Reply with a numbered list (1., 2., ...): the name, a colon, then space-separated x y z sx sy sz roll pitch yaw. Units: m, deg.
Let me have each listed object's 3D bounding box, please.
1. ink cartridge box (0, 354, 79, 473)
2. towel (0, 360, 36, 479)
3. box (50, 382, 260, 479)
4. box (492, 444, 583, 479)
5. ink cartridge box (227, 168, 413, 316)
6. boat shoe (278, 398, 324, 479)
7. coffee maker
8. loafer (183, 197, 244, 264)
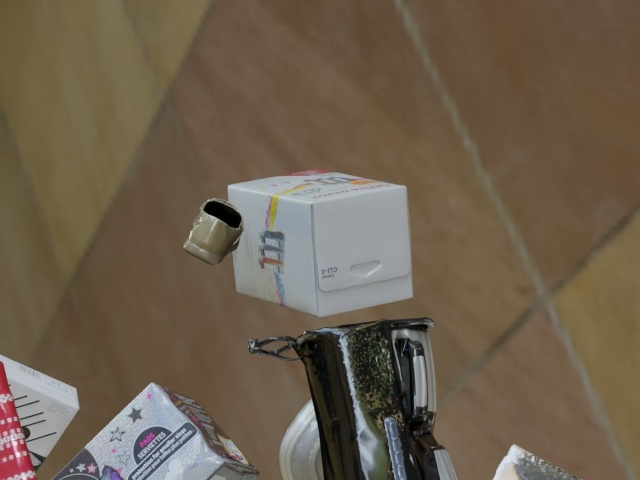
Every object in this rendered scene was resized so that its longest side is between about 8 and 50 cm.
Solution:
1. ink cartridge box: -0.364 0.161 1.868 0.097 0.207 0.046 -55 25 16
2. towel: -0.282 0.241 1.322 0.031 0.199 0.274 24 -135 -71
3. box: -0.224 0.308 2.168 0.142 0.247 0.163 45 -178 19
4. box: 0.239 0.262 1.483 0.232 0.087 0.058 25 153 19
5. ink cartridge box: 0.000 0.000 1.957 0.176 0.128 0.127 14 111 55
6. boat shoe: 0.047 0.272 2.016 0.103 0.118 0.320 24 157 32
7. coffee maker: 0.034 0.171 1.648 0.120 0.171 0.178 63 -162 -75
8. loafer: -0.102 -0.017 1.870 0.050 0.056 0.148 -59 6 17
